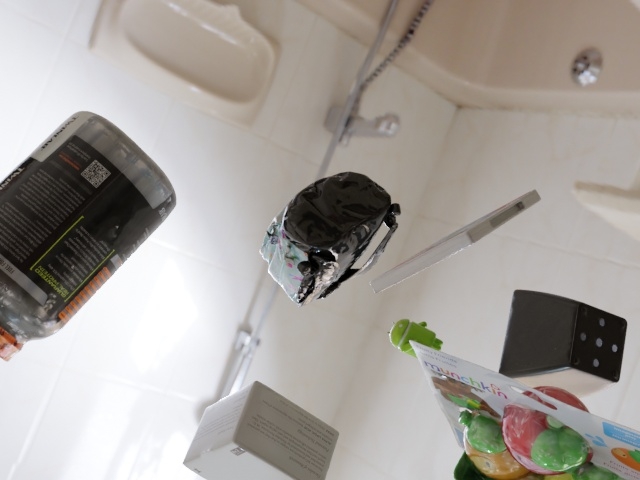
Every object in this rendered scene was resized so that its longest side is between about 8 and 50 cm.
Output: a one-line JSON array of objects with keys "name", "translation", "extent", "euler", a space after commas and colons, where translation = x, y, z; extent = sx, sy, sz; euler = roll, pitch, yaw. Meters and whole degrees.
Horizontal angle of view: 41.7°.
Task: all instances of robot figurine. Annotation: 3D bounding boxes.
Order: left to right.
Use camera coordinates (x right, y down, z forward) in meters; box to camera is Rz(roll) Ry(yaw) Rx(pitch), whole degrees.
[{"name": "robot figurine", "translation": [0.196, 0.208, 1.758], "extent": [0.115, 0.067, 0.101], "euler": [27, -152, 6]}]

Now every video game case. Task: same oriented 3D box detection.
[{"name": "video game case", "translation": [0.229, -0.002, 1.394], "extent": [0.204, 0.025, 0.285], "euler": [-31, 176, 38]}]

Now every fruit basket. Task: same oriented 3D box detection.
[{"name": "fruit basket", "translation": [0.286, 0.281, 1.100], "extent": [0.327, 0.165, 0.353], "euler": [20, 158, 32]}]

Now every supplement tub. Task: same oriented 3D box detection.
[{"name": "supplement tub", "translation": [-0.387, -0.005, 1.204], "extent": [0.207, 0.338, 0.207], "euler": [36, 162, 14]}]

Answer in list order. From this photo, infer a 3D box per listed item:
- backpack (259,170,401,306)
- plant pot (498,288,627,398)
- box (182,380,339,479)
[{"name": "backpack", "translation": [0.000, 0.000, 1.038], "extent": [0.115, 0.152, 0.182], "euler": [56, 152, 17]}, {"name": "plant pot", "translation": [0.487, 0.201, 1.642], "extent": [0.187, 0.188, 0.167], "euler": [20, 163, -22]}, {"name": "box", "translation": [-0.100, 0.348, 1.403], "extent": [0.182, 0.119, 0.181], "euler": [36, 139, -17]}]
